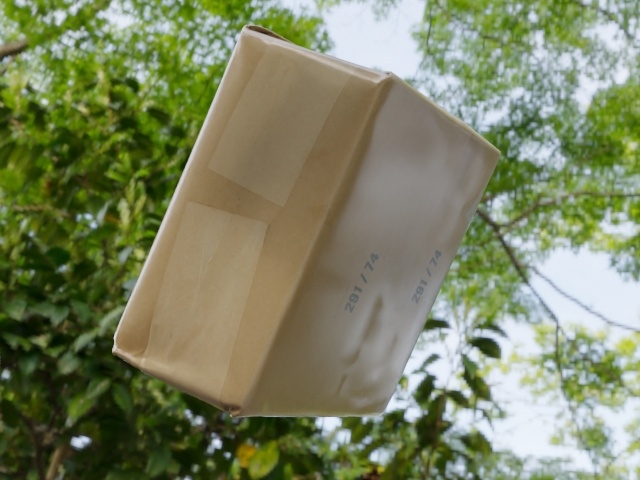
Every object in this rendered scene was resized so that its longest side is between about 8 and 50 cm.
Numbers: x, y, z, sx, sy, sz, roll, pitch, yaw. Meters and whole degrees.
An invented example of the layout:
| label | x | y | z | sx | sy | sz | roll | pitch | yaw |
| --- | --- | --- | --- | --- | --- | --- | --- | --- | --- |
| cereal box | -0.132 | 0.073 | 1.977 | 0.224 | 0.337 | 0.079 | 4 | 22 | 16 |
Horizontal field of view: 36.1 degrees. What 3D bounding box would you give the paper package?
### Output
| label | x | y | z | sx | sy | sz | roll | pitch | yaw |
| --- | --- | --- | --- | --- | --- | --- | --- | --- | --- |
| paper package | 0.000 | 0.000 | 0.966 | 0.168 | 0.325 | 0.309 | 24 | 3 | 30 |
